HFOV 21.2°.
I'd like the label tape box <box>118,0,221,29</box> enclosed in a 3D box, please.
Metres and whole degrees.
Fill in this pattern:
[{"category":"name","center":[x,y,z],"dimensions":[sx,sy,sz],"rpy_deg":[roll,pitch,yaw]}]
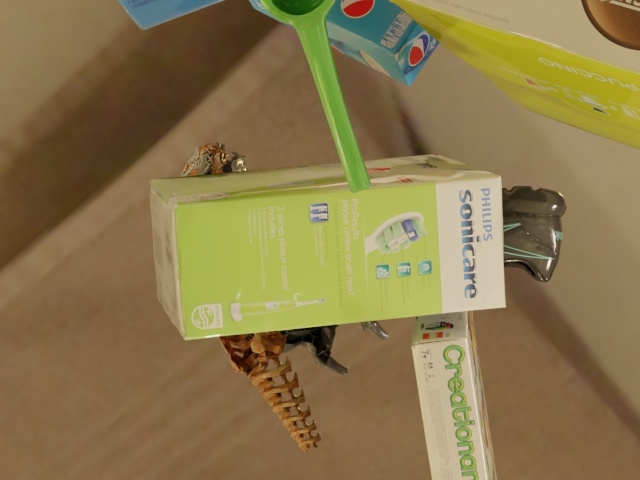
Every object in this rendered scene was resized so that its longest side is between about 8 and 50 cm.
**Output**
[{"category":"label tape box","center":[-0.091,-0.405,1.760],"dimensions":[0.249,0.115,0.348],"rpy_deg":[-17,-130,21]}]

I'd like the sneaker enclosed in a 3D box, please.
[{"category":"sneaker","center":[0.138,-0.008,1.892],"dimensions":[0.267,0.106,0.101],"rpy_deg":[2,177,4]}]

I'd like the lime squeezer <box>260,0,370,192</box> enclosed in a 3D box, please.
[{"category":"lime squeezer","center":[-0.017,-0.182,1.167],"dimensions":[0.058,0.310,0.110],"rpy_deg":[-9,148,-4]}]

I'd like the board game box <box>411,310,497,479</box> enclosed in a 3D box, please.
[{"category":"board game box","center":[0.133,0.209,1.586],"dimensions":[0.053,0.305,0.193],"rpy_deg":[-8,-167,7]}]

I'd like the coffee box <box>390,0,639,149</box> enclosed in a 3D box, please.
[{"category":"coffee box","center":[0.321,-0.270,1.565],"dimensions":[0.338,0.337,0.334],"rpy_deg":[28,86,-57]}]

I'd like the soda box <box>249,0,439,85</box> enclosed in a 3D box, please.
[{"category":"soda box","center":[0.018,-0.239,1.753],"dimensions":[0.067,0.210,0.071],"rpy_deg":[-55,154,-10]}]

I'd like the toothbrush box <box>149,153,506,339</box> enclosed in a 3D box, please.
[{"category":"toothbrush box","center":[0.000,0.000,1.524],"dimensions":[0.283,0.122,0.206],"rpy_deg":[-4,-171,-10]}]

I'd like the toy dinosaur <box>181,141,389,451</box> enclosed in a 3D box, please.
[{"category":"toy dinosaur","center":[-0.056,0.056,1.726],"dimensions":[0.218,0.322,0.164],"rpy_deg":[8,165,-39]}]
